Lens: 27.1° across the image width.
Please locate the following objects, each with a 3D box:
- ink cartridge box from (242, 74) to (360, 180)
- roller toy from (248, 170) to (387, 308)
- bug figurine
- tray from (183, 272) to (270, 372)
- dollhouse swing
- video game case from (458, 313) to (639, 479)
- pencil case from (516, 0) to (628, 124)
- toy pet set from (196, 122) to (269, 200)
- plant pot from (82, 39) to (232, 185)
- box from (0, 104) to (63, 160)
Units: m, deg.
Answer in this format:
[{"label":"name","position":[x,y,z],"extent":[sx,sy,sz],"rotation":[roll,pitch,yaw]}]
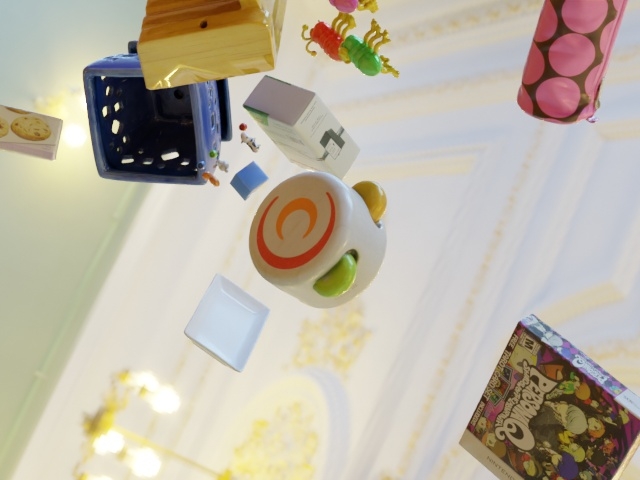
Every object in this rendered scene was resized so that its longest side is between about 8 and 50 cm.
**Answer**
[{"label":"ink cartridge box","position":[-0.035,-0.221,2.646],"extent":[0.153,0.208,0.087],"rotation":[24,-106,39]},{"label":"roller toy","position":[0.000,0.000,2.063],"extent":[0.191,0.146,0.209],"rotation":[-2,-113,34]},{"label":"bug figurine","position":[0.017,-0.338,1.913],"extent":[0.072,0.279,0.216],"rotation":[-32,-135,-11]},{"label":"tray","position":[-0.195,0.174,2.757],"extent":[0.030,0.145,0.270],"rotation":[-50,-173,26]},{"label":"dollhouse swing","position":[-0.182,-0.459,1.935],"extent":[0.315,0.305,0.347],"rotation":[-6,-119,25]},{"label":"video game case","position":[0.304,0.247,1.738],"extent":[0.210,0.042,0.232],"rotation":[40,-51,26]},{"label":"pencil case","position":[0.293,-0.235,1.496],"extent":[0.095,0.098,0.209],"rotation":[-34,143,-47]},{"label":"toy pet set","position":[-0.152,-0.125,2.314],"extent":[0.122,0.114,0.065],"rotation":[-42,175,20]},{"label":"plant pot","position":[-0.296,-0.257,2.546],"extent":[0.212,0.236,0.236],"rotation":[-58,149,-55]},{"label":"box","position":[-0.532,-0.178,1.896],"extent":[0.063,0.324,0.067],"rotation":[-172,-85,-80]}]
